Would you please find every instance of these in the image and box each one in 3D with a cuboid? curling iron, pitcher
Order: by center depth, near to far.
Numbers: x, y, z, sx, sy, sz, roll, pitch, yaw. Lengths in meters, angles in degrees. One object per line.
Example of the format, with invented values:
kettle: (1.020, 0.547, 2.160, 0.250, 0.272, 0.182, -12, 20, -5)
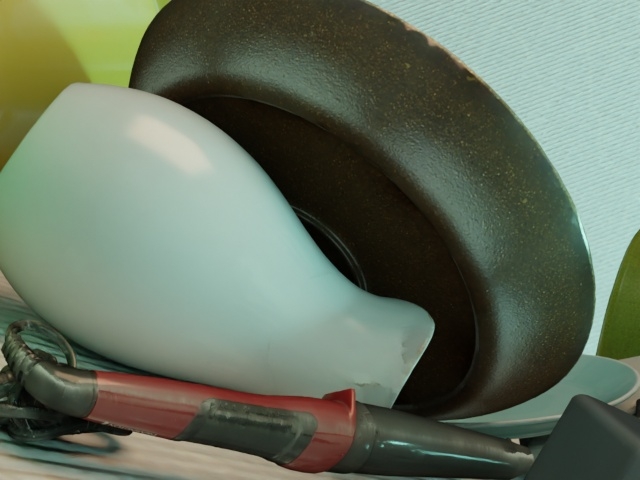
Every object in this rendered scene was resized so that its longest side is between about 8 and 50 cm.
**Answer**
curling iron: (-0.007, 0.072, 0.412, 0.274, 0.035, 0.068, 15, 6, -34)
pitcher: (-0.067, 0.020, 0.527, 0.207, 0.125, 0.178, 35, -20, -11)

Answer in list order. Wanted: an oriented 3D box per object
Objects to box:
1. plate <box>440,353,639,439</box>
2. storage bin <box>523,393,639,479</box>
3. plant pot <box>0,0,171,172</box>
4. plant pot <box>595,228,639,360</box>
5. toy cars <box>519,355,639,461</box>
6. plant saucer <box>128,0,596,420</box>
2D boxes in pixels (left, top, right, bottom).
plate: (0.129, 0.110, 0.712, 0.188, 0.024, 0.188, -7, 7, 1)
storage bin: (0.099, 0.109, 0.355, 0.098, 0.091, 0.135, 25, 1, 2)
plant pot: (-0.224, -0.126, 0.689, 0.254, 0.254, 0.239, 25, 17, 13)
plant pot: (0.449, 0.133, 0.941, 0.353, 0.367, 0.366, 12, -3, 25)
toy cars: (0.246, 0.147, 0.653, 0.176, 0.087, 0.393, -19, 3, -13)
plant saucer: (0.000, 0.000, 0.577, 0.310, 0.050, 0.311, 27, -37, 22)
